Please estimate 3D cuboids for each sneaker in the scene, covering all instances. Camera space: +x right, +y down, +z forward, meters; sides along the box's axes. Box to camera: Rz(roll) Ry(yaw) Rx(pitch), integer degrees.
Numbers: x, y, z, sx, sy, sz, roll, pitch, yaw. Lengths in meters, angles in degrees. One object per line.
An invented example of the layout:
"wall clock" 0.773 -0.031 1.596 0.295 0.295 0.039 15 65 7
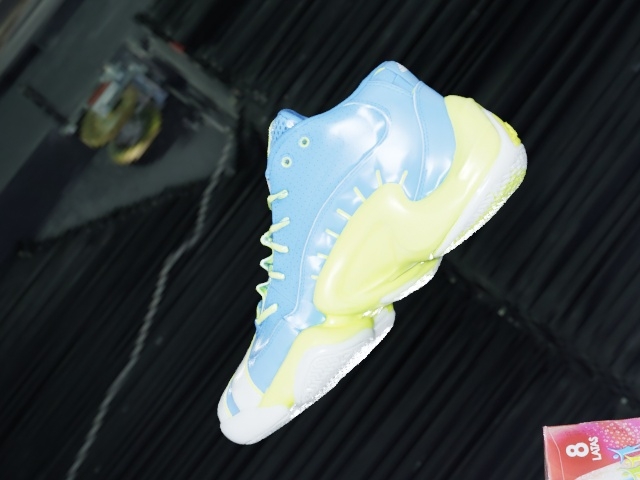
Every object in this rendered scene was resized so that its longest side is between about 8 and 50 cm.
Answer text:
"sneaker" 0.000 0.000 0.709 0.126 0.240 0.091 44 -170 8

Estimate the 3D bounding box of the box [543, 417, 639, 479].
"box" 0.211 0.224 0.779 0.257 0.128 0.122 75 -168 -49
